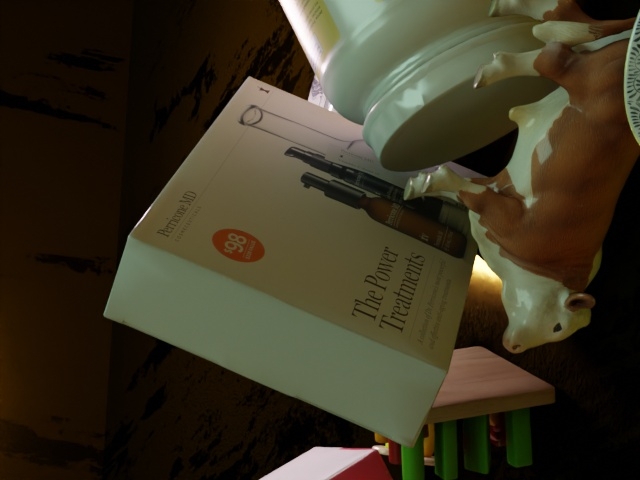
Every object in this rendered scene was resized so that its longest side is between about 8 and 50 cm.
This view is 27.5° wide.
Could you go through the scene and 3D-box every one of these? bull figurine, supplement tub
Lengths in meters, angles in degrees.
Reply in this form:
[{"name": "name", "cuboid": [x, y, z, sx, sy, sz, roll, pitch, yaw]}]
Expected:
[{"name": "bull figurine", "cuboid": [0.188, -0.058, 1.105, 0.101, 0.188, 0.310, -94, 25, -69]}, {"name": "supplement tub", "cuboid": [0.078, -0.259, 1.257, 0.331, 0.241, 0.241, 65, 149, 16]}]

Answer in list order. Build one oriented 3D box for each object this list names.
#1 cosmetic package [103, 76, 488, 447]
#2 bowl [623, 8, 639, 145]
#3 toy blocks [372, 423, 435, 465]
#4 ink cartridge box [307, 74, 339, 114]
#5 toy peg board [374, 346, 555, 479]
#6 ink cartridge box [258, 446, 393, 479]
[{"name": "cosmetic package", "cuboid": [0.000, 0.000, 1.223, 0.377, 0.284, 0.097, -66, -4, -60]}, {"name": "bowl", "cuboid": [0.300, -0.133, 0.945, 0.170, 0.080, 0.170, -172, 90, -70]}, {"name": "toy blocks", "cuboid": [0.103, 0.160, 1.399, 0.123, 0.054, 0.148, 176, 102, -69]}, {"name": "ink cartridge box", "cuboid": [0.058, -0.173, 1.539, 0.198, 0.115, 0.273, -105, 29, -69]}, {"name": "toy peg board", "cuboid": [0.114, 0.166, 1.233, 0.160, 0.161, 0.079, -154, 59, -69]}, {"name": "ink cartridge box", "cuboid": [0.038, 0.327, 1.270, 0.237, 0.100, 0.172, 63, 158, -2]}]
